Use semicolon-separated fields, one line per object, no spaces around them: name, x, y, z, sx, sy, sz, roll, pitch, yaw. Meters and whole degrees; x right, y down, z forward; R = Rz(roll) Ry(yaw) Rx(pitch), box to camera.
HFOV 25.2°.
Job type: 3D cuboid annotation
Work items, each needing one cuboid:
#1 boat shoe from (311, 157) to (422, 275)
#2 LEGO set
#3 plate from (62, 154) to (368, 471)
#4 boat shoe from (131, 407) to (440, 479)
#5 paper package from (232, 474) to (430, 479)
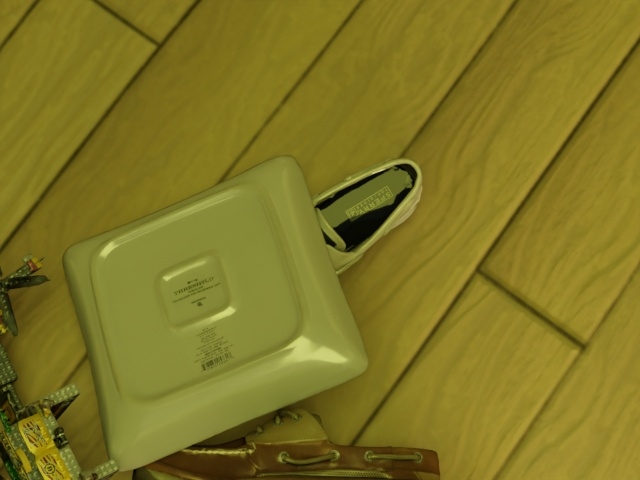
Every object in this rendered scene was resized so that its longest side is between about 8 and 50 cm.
boat shoe;0.000;0.000;1.520;0.267;0.088;0.096;-31;83;-9
LEGO set;-0.348;0.172;1.378;0.254;0.192;0.331;-14;73;-31
plate;-0.119;0.061;1.444;0.277;0.045;0.278;-22;58;4
boat shoe;-0.028;0.236;1.466;0.324;0.122;0.120;13;73;-10
paper package;0.042;0.370;1.293;0.324;0.168;0.310;4;75;-17
